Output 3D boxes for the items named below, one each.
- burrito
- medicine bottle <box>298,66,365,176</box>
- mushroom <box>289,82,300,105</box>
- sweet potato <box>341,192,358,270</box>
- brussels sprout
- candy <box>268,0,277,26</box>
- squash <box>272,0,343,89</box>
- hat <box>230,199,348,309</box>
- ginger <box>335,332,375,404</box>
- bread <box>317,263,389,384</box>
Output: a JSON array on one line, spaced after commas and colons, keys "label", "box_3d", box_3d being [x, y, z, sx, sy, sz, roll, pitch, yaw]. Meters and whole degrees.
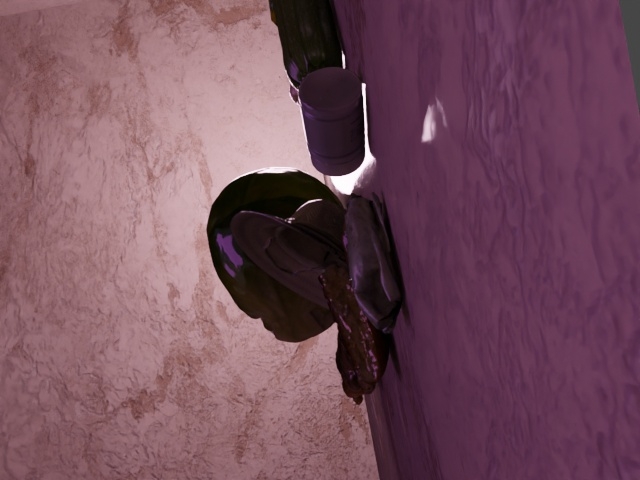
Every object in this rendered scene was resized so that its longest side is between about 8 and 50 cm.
[{"label": "burrito", "box_3d": [0.046, 0.023, 0.497, 0.074, 0.044, 0.118, 87, 177, -60]}, {"label": "medicine bottle", "box_3d": [0.013, -0.110, 0.523, 0.091, 0.058, 0.058, 80, 180, -56]}, {"label": "mushroom", "box_3d": [-0.022, -0.300, 1.076, 0.083, 0.067, 0.083, -154, 90, -89]}, {"label": "sweet potato", "box_3d": [0.048, 0.020, 0.649, 0.041, 0.038, 0.153, -171, 68, -79]}, {"label": "brussels sprout", "box_3d": [-0.075, 0.022, 1.127, 0.281, 0.289, 0.354, -14, -92, -76]}, {"label": "candy", "box_3d": [-0.065, -0.487, 1.109, 0.297, 0.081, 0.187, -100, 1, -66]}, {"label": "squash", "box_3d": [-0.017, -0.252, 0.650, 0.077, 0.068, 0.219, 91, 169, -65]}, {"label": "hat", "box_3d": [0.000, 0.000, 0.810, 0.110, 0.252, 0.252, -58, -19, -22]}, {"label": "ginger", "box_3d": [0.072, 0.236, 1.106, 0.333, 0.080, 0.166, 93, 155, -61]}, {"label": "bread", "box_3d": [0.052, 0.117, 0.673, 0.154, 0.054, 0.136, 57, -168, -36]}]
